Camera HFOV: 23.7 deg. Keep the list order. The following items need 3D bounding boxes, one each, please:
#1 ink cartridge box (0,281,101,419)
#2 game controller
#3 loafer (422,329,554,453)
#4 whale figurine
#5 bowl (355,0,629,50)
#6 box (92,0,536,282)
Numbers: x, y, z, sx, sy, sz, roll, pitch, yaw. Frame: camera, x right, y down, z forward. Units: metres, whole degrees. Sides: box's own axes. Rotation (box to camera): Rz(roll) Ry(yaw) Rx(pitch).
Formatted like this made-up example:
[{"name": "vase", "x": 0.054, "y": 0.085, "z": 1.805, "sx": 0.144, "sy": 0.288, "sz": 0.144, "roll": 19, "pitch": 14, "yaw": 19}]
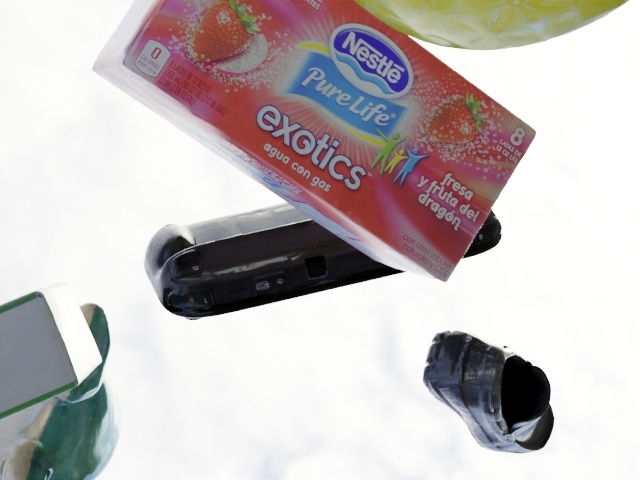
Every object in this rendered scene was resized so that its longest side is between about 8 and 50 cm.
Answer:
[{"name": "ink cartridge box", "x": -0.276, "y": 0.103, "z": 1.291, "sx": 0.208, "sy": 0.153, "sz": 0.087, "roll": -157, "pitch": 44, "yaw": -87}, {"name": "game controller", "x": 0.000, "y": 0.000, "z": 1.396, "sx": 0.319, "sy": 0.166, "sz": 0.067, "roll": -12, "pitch": -75, "yaw": -13}, {"name": "loafer", "x": 0.160, "y": 0.136, "z": 1.298, "sx": 0.223, "sy": 0.078, "sz": 0.076, "roll": 41, "pitch": -119, "yaw": -55}, {"name": "whale figurine", "x": -0.252, "y": 0.164, "z": 1.537, "sx": 0.141, "sy": 0.272, "sz": 0.216, "roll": 23, "pitch": -125, "yaw": -16}, {"name": "bowl", "x": 0.072, "y": -0.260, "z": 0.807, "sx": 0.156, "sy": 0.289, "sz": 0.289, "roll": 17, "pitch": -121, "yaw": -55}, {"name": "box", "x": -0.007, "y": -0.108, "z": 1.183, "sx": 0.300, "sy": 0.154, "sz": 0.142, "roll": 34, "pitch": -96, "yaw": -16}]
